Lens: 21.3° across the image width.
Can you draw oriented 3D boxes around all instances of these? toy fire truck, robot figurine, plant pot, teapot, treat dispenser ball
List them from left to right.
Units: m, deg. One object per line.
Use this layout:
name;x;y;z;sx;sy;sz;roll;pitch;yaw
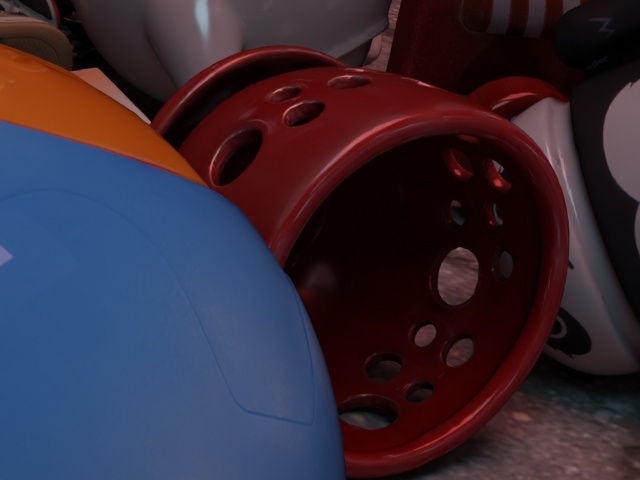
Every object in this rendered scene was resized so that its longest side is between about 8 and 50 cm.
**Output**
treat dispenser ball;-0.136;0.080;0.510;0.288;0.288;0.288;10;25;-4
teapot;-0.040;-0.165;1.202;0.256;0.187;0.252;-31;11;-18
plant pot;0.000;0.000;0.862;0.191;0.191;0.174;-7;25;-35
toy fire truck;0.193;-0.152;1.181;0.302;0.254;0.169;4;26;-16
robot figurine;0.223;-0.029;0.943;0.278;0.173;0.209;-20;44;19

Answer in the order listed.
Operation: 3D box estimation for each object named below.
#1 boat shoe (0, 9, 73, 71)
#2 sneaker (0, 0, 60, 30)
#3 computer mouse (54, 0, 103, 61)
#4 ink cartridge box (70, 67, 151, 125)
boat shoe;-0.297;-0.117;1.086;0.285;0.103;0.092;-7;25;-41
sneaker;-0.310;-0.201;1.254;0.279;0.107;0.118;19;16;10
computer mouse;-0.229;-0.217;1.368;0.272;0.072;0.188;35;29;18
ink cartridge box;-0.132;-0.024;0.961;0.179;0.045;0.145;42;34;25
